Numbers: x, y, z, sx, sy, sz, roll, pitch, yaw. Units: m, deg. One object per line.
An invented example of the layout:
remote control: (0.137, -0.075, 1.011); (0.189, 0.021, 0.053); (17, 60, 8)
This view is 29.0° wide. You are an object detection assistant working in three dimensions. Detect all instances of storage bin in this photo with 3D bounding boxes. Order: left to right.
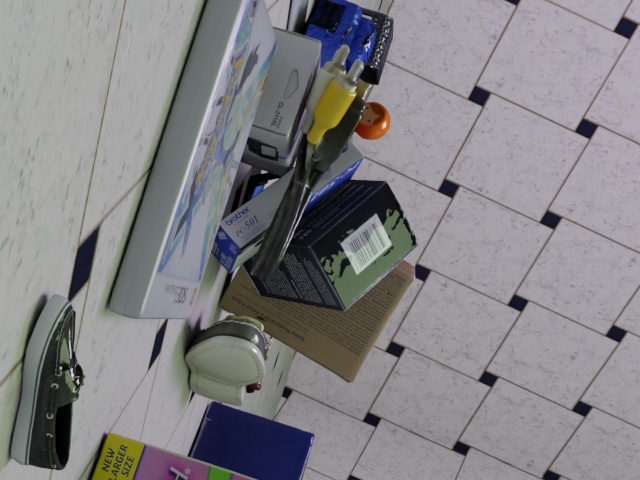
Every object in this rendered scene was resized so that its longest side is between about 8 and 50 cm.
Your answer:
storage bin: (0.044, -0.310, 1.935); (0.180, 0.122, 0.084); (46, 61, -86)

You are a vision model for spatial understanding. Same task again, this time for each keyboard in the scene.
keyboard: (-0.040, -0.272, 1.725); (0.256, 0.014, 0.072); (102, 11, -56)

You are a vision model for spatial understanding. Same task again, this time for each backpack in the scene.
backpack: (0.015, -0.263, 1.707); (0.120, 0.101, 0.098); (-62, 165, -21)

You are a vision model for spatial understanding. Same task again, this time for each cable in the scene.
cable: (-0.026, -0.097, 1.467); (0.287, 0.072, 0.139); (-59, -165, 8)

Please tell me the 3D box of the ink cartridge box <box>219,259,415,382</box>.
ink cartridge box: (-0.004, 0.069, 1.862); (0.193, 0.234, 0.088); (-59, -178, 11)

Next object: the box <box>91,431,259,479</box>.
box: (-0.135, 0.339, 1.271); (0.117, 0.243, 0.214); (94, 14, -74)

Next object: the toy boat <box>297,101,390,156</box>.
toy boat: (0.034, -0.179, 1.921); (0.231, 0.151, 0.151); (12, 69, -87)

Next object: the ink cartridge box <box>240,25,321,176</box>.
ink cartridge box: (-0.051, -0.167, 1.508); (0.175, 0.072, 0.127); (93, 16, -77)

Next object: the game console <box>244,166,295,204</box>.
game console: (-0.069, -0.065, 1.805); (0.122, 0.107, 0.071); (-48, 127, -83)

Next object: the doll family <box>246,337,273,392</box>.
doll family: (-0.135, 0.235, 2.218); (0.193, 0.076, 0.111); (106, -3, -76)

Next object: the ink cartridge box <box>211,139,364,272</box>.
ink cartridge box: (-0.044, -0.048, 1.561); (0.207, 0.046, 0.097); (-38, 172, -22)

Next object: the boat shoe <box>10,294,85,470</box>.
boat shoe: (-0.191, 0.104, 0.894); (0.049, 0.040, 0.142); (-65, 172, -64)

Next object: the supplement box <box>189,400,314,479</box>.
supplement box: (-0.148, 0.476, 2.194); (0.356, 0.195, 0.194); (102, 7, -52)

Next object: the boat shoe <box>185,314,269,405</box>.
boat shoe: (-0.125, 0.152, 1.710); (0.305, 0.109, 0.091); (115, -7, -69)

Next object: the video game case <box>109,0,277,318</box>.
video game case: (-0.115, -0.081, 1.228); (0.300, 0.036, 0.329); (59, 48, -86)

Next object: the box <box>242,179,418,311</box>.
box: (0.000, 0.000, 1.667); (0.153, 0.108, 0.207); (-40, -155, -25)
